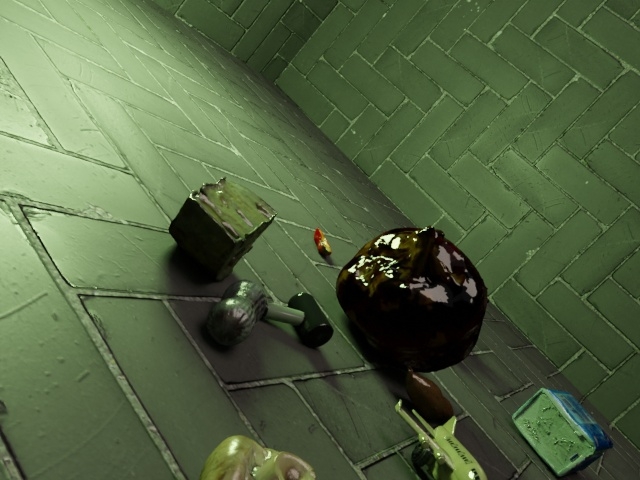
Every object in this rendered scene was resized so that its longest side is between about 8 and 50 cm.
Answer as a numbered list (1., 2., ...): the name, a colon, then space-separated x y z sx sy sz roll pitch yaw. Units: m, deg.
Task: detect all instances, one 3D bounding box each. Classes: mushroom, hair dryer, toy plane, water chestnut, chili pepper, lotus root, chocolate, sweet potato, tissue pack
1. mushroom: -0.057 0.255 0.587 0.148 0.112 0.148 31 21 -13
2. hair dryer: -0.069 0.126 1.094 0.197 0.057 0.100 22 22 -42
3. toy plane: 0.217 0.370 1.015 0.242 0.104 0.256 43 13 -8
4. water chestnut: 0.201 0.100 1.342 0.335 0.335 0.347 53 -18 38
5. chili pepper: 0.000 0.000 1.703 0.045 0.027 0.178 41 13 -25
6. lotus root: -0.171 -0.020 1.068 0.119 0.138 0.235 37 14 2
7. chocolate: -0.125 0.107 0.939 0.072 0.072 0.167 41 16 -3
8. sweet potato: 0.229 0.336 1.252 0.226 0.068 0.068 50 7 -34
9. tissue pack: 0.667 0.525 1.698 0.263 0.146 0.198 24 24 -54
